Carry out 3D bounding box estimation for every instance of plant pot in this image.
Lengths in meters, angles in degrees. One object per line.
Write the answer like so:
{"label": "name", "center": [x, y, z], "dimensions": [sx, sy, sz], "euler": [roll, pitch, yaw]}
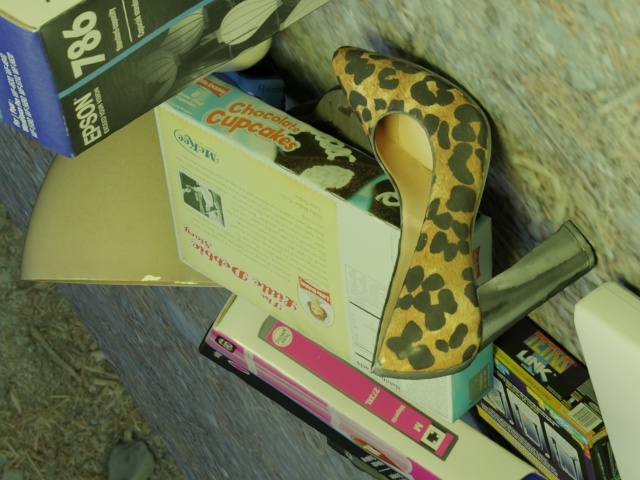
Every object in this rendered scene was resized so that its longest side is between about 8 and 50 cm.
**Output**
{"label": "plant pot", "center": [-0.147, -0.051, 1.805], "dimensions": [0.284, 0.284, 0.191], "euler": [174, 97, -73]}

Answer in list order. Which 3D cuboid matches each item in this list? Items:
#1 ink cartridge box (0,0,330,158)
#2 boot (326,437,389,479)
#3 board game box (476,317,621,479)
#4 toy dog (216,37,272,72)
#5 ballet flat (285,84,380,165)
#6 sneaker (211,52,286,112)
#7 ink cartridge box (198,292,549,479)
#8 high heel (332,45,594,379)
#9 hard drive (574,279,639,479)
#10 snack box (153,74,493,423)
{"label": "ink cartridge box", "center": [-0.112, -0.163, 1.247], "dimensions": [0.065, 0.332, 0.165], "euler": [52, 166, 23]}
{"label": "boot", "center": [0.080, 0.220, 2.001], "dimensions": [0.161, 0.083, 0.246], "euler": [41, 167, 21]}
{"label": "board game box", "center": [0.189, 0.140, 1.524], "dimensions": [0.170, 0.048, 0.141], "euler": [43, 163, 38]}
{"label": "toy dog", "center": [-0.221, -0.276, 1.468], "dimensions": [0.395, 0.284, 0.408], "euler": [40, 163, 7]}
{"label": "ballet flat", "center": [0.027, -0.089, 1.538], "dimensions": [0.250, 0.058, 0.084], "euler": [-6, 102, 67]}
{"label": "sneaker", "center": [-0.087, -0.174, 1.695], "dimensions": [0.209, 0.069, 0.082], "euler": [53, 134, 41]}
{"label": "ink cartridge box", "center": [0.060, 0.169, 1.711], "dimensions": [0.371, 0.069, 0.176], "euler": [32, 166, -1]}
{"label": "high heel", "center": [0.046, -0.025, 1.324], "dimensions": [0.261, 0.186, 0.093], "euler": [47, 152, 21]}
{"label": "hard drive", "center": [0.319, 0.193, 1.242], "dimensions": [0.353, 0.047, 0.233], "euler": [38, 158, 45]}
{"label": "snack box", "center": [0.000, 0.000, 1.518], "dimensions": [0.322, 0.060, 0.187], "euler": [29, 142, 33]}
